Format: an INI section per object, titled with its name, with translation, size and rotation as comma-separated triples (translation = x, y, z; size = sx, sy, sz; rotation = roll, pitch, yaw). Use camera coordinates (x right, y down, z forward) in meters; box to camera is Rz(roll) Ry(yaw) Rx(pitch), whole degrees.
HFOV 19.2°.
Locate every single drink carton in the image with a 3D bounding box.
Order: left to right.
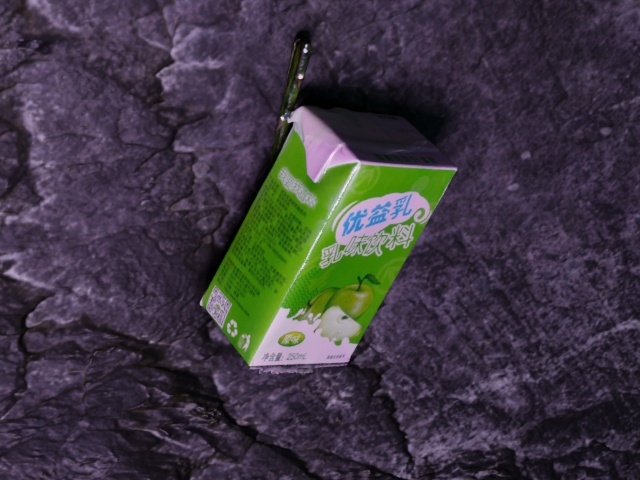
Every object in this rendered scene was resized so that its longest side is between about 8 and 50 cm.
[drink carton]
translation = 0.000, 0.000, 1.933
size = 0.161, 0.108, 0.271
rotation = 1, 125, -47

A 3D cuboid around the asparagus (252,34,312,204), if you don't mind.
[asparagus]
translation = -0.041, -0.104, 1.901
size = 0.023, 0.022, 0.233
rotation = 23, 124, 10
